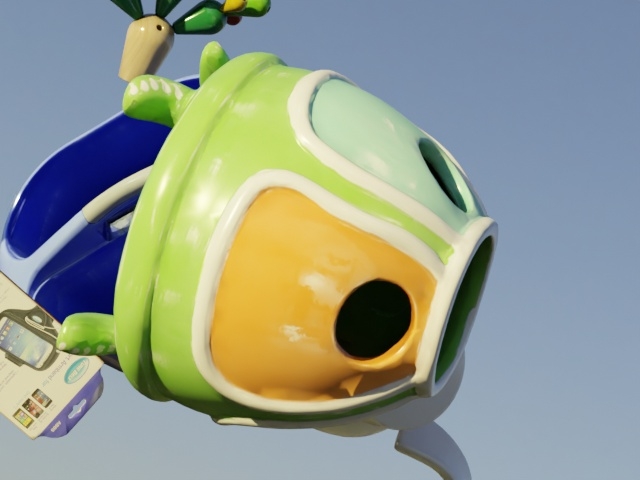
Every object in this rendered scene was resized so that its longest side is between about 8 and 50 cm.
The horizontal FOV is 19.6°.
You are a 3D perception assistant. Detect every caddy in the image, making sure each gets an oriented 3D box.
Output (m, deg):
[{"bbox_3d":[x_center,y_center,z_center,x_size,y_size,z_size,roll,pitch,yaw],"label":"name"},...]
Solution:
[{"bbox_3d":[-0.158,-0.017,1.851,0.341,0.241,0.179,-31,-33,11],"label":"caddy"}]

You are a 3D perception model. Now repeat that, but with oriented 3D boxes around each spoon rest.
[{"bbox_3d":[0.060,0.273,1.543,0.084,0.137,0.276,22,-59,4],"label":"spoon rest"}]

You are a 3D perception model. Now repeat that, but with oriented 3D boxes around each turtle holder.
[{"bbox_3d":[-0.007,0.016,1.221,0.227,0.243,0.320,17,-11,13],"label":"turtle holder"}]

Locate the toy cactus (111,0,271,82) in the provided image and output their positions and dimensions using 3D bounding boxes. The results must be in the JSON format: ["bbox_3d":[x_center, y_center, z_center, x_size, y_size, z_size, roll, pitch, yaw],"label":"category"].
[{"bbox_3d":[-0.167,-0.251,1.913,0.219,0.180,0.112,16,14,-34],"label":"toy cactus"}]

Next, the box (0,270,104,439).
[{"bbox_3d":[-0.231,0.088,1.413,0.136,0.081,0.028,44,-5,-18],"label":"box"}]

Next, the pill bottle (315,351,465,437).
[{"bbox_3d":[0.006,0.081,1.469,0.136,0.136,0.246,29,-10,-28],"label":"pill bottle"}]
